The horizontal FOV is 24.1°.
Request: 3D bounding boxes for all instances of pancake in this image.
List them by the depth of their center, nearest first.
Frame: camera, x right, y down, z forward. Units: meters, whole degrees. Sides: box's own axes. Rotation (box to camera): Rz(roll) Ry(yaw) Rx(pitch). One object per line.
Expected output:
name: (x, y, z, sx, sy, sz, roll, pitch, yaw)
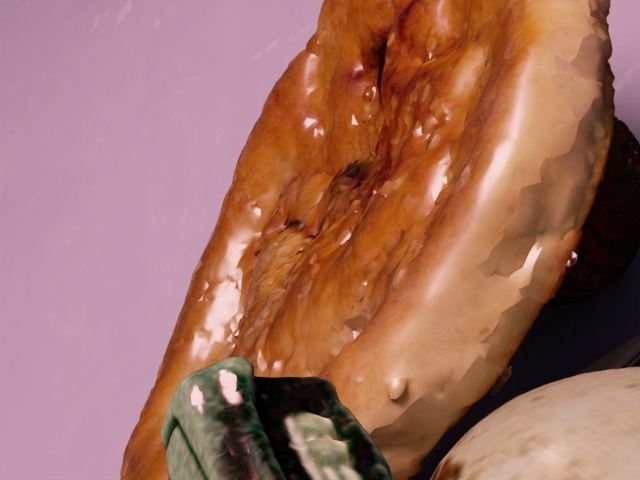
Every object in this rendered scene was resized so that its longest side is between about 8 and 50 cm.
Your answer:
pancake: (0.002, 0.001, 0.638, 0.356, 0.065, 0.356, -58, 16, 27)

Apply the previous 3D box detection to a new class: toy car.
toy car: (-0.020, 0.193, 0.413, 0.097, 0.320, 0.141, 1, 32, -19)

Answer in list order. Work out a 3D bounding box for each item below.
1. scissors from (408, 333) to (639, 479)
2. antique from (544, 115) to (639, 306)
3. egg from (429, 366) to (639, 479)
scissors: (0.074, 0.094, 0.625, 0.176, 0.022, 0.085, -38, 35, 6)
antique: (0.098, -0.020, 0.661, 0.104, 0.104, 0.104, -24, 39, 21)
egg: (0.104, 0.120, 0.449, 0.169, 0.169, 0.231, -41, 21, -2)
